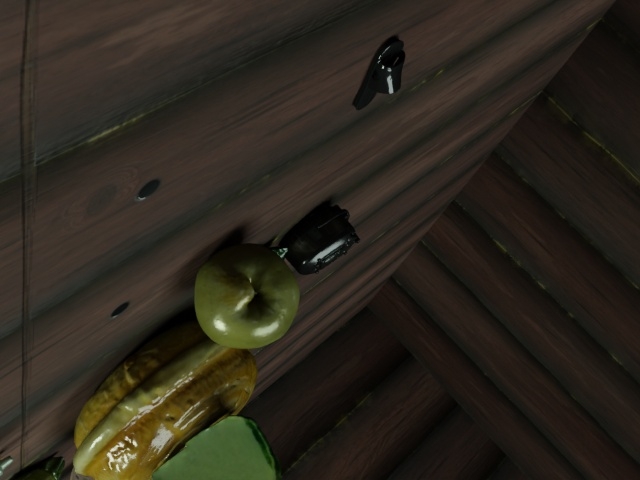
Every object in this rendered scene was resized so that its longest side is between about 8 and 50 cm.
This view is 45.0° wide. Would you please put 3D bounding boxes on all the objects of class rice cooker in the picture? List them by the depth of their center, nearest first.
[{"bbox_3d":[0.000,0.000,1.633,0.165,0.106,0.112,-30,163,-10],"label":"rice cooker"}]

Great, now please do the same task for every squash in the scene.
[{"bbox_3d":[-0.570,0.494,1.566,0.105,0.105,0.132,-47,-173,20],"label":"squash"}]

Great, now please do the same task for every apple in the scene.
[{"bbox_3d":[-0.127,0.098,1.337,0.200,0.200,0.200,-41,169,-10],"label":"apple"}]

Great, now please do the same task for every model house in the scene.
[{"bbox_3d":[-0.174,0.442,1.464,0.214,0.195,0.189,-38,175,-7],"label":"model house"}]

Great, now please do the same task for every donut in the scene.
[{"bbox_3d":[-0.308,0.334,1.559,0.449,0.198,0.449,-39,168,-10],"label":"donut"}]

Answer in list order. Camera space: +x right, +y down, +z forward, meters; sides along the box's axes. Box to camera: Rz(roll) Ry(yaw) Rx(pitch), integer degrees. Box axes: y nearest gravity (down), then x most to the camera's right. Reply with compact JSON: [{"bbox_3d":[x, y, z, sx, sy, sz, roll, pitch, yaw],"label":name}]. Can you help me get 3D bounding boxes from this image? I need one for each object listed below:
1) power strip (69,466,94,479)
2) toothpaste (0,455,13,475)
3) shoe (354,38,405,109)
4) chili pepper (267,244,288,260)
[{"bbox_3d":[-0.514,0.570,1.827,0.154,0.154,0.078,-37,169,-30],"label":"power strip"},{"bbox_3d":[-0.604,0.424,1.288,0.197,0.029,0.048,-35,166,-26],"label":"toothpaste"},{"bbox_3d":[0.101,-0.246,1.205,0.062,0.053,0.159,-32,167,-31],"label":"shoe"},{"bbox_3d":[-0.127,0.078,1.587,0.098,0.061,0.224,-27,164,-33],"label":"chili pepper"}]
